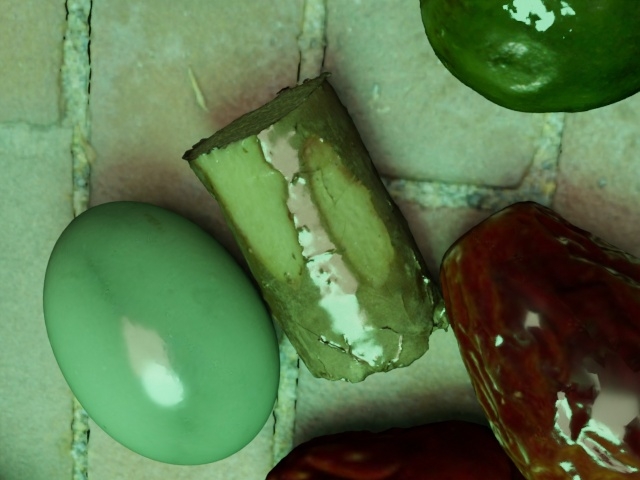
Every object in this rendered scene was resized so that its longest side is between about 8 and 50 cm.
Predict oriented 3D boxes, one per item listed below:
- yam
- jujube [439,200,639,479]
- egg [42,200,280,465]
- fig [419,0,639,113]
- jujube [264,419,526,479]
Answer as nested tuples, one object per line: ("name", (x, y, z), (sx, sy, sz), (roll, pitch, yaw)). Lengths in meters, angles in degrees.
("yam", (0.001, -0.001, 0.714), (0.128, 0.129, 0.238), (-31, 100, -20))
("jujube", (0.202, 0.089, 0.685), (0.190, 0.190, 0.255), (-42, 77, 17))
("egg", (-0.128, 0.074, 0.729), (0.168, 0.168, 0.231), (-31, 96, 16))
("fig", (0.193, -0.176, 0.598), (0.244, 0.195, 0.195), (14, 107, 9))
("jujube", (0.063, 0.226, 0.752), (0.230, 0.155, 0.155), (-1, 105, 20))
